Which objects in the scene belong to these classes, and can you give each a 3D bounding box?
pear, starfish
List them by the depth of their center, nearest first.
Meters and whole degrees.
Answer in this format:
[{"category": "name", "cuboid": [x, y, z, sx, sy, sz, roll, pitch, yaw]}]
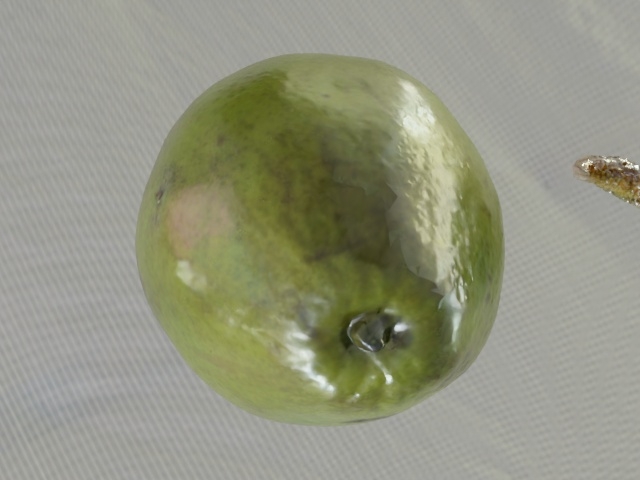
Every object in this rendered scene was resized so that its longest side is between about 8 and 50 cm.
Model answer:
[{"category": "pear", "cuboid": [0.000, 0.000, 0.804, 0.212, 0.212, 0.269, -8, -155, -4]}, {"category": "starfish", "cuboid": [0.271, -0.005, 1.007, 0.240, 0.043, 0.227, 23, -152, -25]}]
